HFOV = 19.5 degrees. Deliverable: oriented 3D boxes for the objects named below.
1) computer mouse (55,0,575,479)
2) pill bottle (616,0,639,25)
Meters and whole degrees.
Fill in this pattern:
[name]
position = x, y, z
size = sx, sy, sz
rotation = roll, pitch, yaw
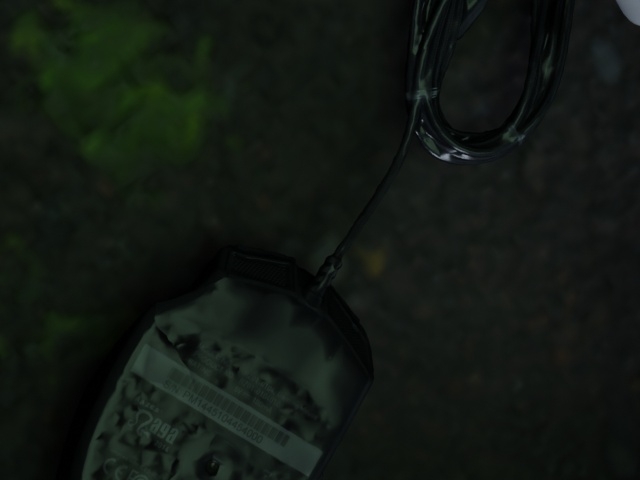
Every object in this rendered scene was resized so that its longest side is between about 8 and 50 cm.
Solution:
[computer mouse]
position = 0.000, 0.000, 0.531
size = 0.071, 0.041, 0.242
rotation = 36, 82, -18
[pill bottle]
position = 0.068, -0.168, 0.471
size = 0.121, 0.121, 0.216
rotation = -35, 109, -8
